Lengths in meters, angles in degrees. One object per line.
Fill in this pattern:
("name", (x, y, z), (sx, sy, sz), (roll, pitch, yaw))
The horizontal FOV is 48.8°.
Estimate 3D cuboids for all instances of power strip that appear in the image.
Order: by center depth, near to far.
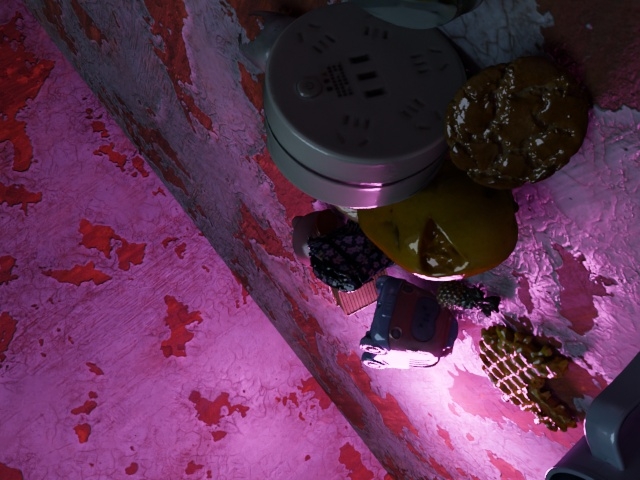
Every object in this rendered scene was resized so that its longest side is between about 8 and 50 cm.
("power strip", (0.080, -0.236, 1.206), (0.357, 0.357, 0.161), (46, 158, 17))

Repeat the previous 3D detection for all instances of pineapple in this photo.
("pineapple", (0.344, 0.136, 1.627), (0.159, 0.074, 0.074), (12, 136, 48))

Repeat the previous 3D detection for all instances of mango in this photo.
("mango", (0.209, -0.044, 1.332), (0.365, 0.253, 0.182), (13, 133, 55))

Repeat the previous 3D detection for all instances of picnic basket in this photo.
("picnic basket", (0.109, 0.121, 1.949), (0.079, 0.164, 0.115), (54, 167, 47))

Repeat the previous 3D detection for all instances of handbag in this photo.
("handbag", (0.081, 0.038, 1.812), (0.229, 0.208, 0.126), (34, 148, 45))

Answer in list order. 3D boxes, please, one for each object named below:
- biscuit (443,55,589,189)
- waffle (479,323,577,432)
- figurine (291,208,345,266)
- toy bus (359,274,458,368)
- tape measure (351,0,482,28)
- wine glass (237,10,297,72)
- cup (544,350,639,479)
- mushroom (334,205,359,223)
("biscuit", (0.294, -0.170, 1.065), (0.042, 0.226, 0.226), (-83, -23, -50))
("waffle", (0.472, 0.320, 1.654), (0.260, 0.069, 0.293), (26, 146, 48))
("figurine", (0.000, 0.000, 1.981), (0.173, 0.173, 0.173), (43, 158, 22))
("toy bus", (0.236, 0.230, 1.820), (0.232, 0.197, 0.294), (13, 155, 11))
("tape measure", (0.113, -0.408, 0.955), (0.259, 0.138, 0.262), (21, 172, 18))
("wine glass", (-0.047, -0.390, 1.476), (0.321, 0.143, 0.143), (32, 152, 42))
("cup", (0.555, 0.349, 1.173), (0.331, 0.311, 0.257), (52, 159, 3))
("mushroom", (0.101, -0.133, 1.582), (0.278, 0.146, 0.278), (32, 148, 23))
